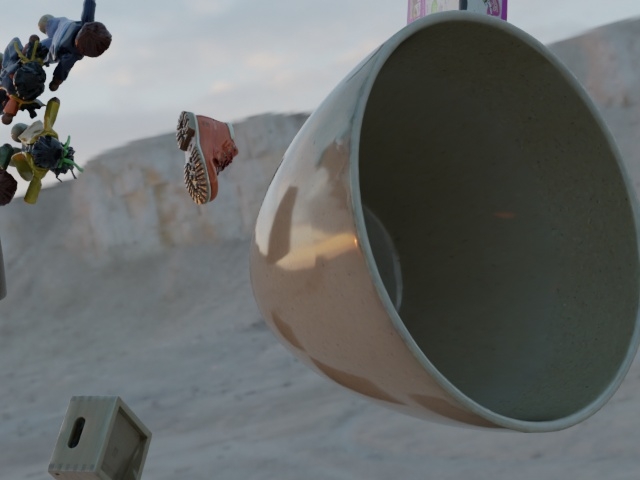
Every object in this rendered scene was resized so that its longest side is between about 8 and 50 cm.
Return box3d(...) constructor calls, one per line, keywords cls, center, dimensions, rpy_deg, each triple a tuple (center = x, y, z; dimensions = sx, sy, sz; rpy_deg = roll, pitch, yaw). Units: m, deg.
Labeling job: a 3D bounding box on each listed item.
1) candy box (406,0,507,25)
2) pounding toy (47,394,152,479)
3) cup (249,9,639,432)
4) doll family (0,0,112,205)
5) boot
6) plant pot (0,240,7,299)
box3d(cls="candy box", center=(0.190, -0.349, 1.662), dimensions=(0.071, 0.159, 0.233), rpy_deg=(3, -2, -14))
box3d(cls="pounding toy", center=(-0.293, 0.270, 1.558), dimensions=(0.100, 0.141, 0.130), rpy_deg=(-3, -37, 20))
box3d(cls="cup", center=(0.077, 0.007, 0.984), dimensions=(0.331, 0.331, 0.237), rpy_deg=(-9, -8, -41))
box3d(cls="doll family", center=(-0.212, -0.100, 0.880), dimensions=(0.076, 0.193, 0.111), rpy_deg=(8, 3, -28))
box3d(cls="boot", center=(-0.151, -0.115, 1.669), dimensions=(0.085, 0.158, 0.059), rpy_deg=(8, -38, -27))
box3d(cls="plant pot", center=(-0.484, -0.049, 1.422), dimensions=(0.215, 0.230, 0.215), rpy_deg=(5, 7, -1))
